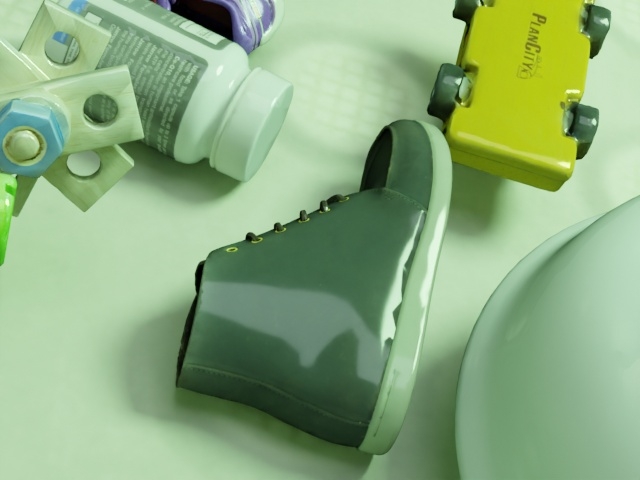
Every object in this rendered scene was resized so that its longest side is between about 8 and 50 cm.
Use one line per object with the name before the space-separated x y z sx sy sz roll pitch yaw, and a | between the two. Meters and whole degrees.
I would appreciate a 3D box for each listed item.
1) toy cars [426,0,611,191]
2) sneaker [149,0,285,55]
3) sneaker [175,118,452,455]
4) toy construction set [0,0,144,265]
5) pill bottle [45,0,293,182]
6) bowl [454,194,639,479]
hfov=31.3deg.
toy cars | 0.174 -0.020 0.705 0.176 0.087 0.393 -19 61 -23
sneaker | -0.106 -0.177 0.752 0.170 0.068 0.071 28 51 4
sneaker | 0.000 0.000 0.613 0.118 0.083 0.222 17 46 -5
toy construction set | -0.169 0.008 0.420 0.151 0.215 0.327 13 18 -1
pill bottle | -0.090 -0.093 0.668 0.137 0.078 0.078 27 45 4
bowl | 0.220 0.075 0.515 0.298 0.134 0.297 5 58 -7
